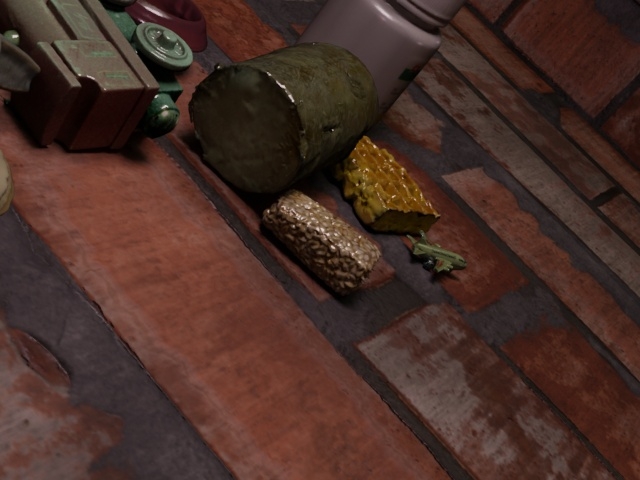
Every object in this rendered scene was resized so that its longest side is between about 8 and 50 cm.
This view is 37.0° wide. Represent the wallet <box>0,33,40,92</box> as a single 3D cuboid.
[{"bbox_3d":[-0.430,-0.246,0.932,0.252,0.083,0.360,33,-2,11],"label":"wallet"}]

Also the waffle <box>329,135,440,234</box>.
[{"bbox_3d":[0.084,-0.103,1.571,0.160,0.055,0.211,3,45,-51],"label":"waffle"}]

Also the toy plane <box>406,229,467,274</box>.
[{"bbox_3d":[0.186,0.025,1.525,0.111,0.040,0.102,27,32,-26],"label":"toy plane"}]

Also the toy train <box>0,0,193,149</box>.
[{"bbox_3d":[-0.308,-0.249,1.208,0.221,0.150,0.304,-12,59,-50],"label":"toy train"}]

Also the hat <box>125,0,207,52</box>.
[{"bbox_3d":[-0.264,-0.341,1.452,0.205,0.089,0.205,31,24,-15],"label":"hat"}]

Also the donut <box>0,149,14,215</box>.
[{"bbox_3d":[-0.381,-0.065,0.915,0.174,0.068,0.174,27,30,-17],"label":"donut"}]

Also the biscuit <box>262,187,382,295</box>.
[{"bbox_3d":[0.000,0.000,1.297,0.168,0.070,0.082,39,23,2],"label":"biscuit"}]

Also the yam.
[{"bbox_3d":[-0.046,-0.184,1.389,0.195,0.195,0.300,44,28,7],"label":"yam"}]

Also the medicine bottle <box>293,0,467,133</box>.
[{"bbox_3d":[0.101,-0.369,1.681,0.208,0.340,0.208,31,29,-19],"label":"medicine bottle"}]
